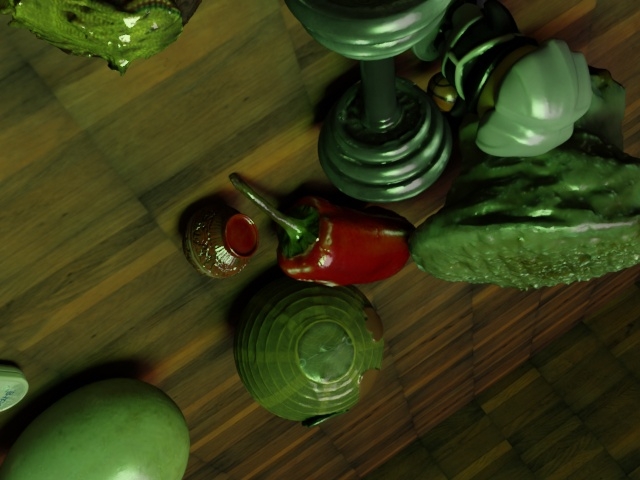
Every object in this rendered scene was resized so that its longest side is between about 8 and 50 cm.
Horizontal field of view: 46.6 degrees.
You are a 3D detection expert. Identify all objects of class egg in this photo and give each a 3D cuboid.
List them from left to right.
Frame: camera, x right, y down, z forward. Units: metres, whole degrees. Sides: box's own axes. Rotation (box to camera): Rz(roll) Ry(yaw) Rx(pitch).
[{"bbox_3d":[-0.342,0.330,1.114,0.295,0.218,0.218,-21,148,-12],"label":"egg"}]

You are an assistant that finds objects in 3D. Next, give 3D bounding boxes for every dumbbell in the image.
[{"bbox_3d":[0.064,-0.193,0.835,0.179,0.179,0.406,-31,151,-10],"label":"dumbbell"}]

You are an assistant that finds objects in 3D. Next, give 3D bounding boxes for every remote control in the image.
[{"bbox_3d":[-0.468,0.181,0.935,0.078,0.042,0.221,-43,150,12],"label":"remote control"}]

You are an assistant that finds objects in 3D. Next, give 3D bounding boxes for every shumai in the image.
[{"bbox_3d":[0.323,-0.107,1.116,0.397,0.323,0.324,-5,166,11],"label":"shumai"}]

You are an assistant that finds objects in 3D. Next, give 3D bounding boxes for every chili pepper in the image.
[{"bbox_3d":[0.002,0.004,1.086,0.338,0.134,0.131,5,112,-53],"label":"chili pepper"}]

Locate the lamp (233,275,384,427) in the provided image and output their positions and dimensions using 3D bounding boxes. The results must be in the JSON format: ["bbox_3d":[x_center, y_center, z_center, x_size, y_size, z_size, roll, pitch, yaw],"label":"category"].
[{"bbox_3d":[-0.027,0.176,1.237,0.250,0.250,0.284,-28,-176,-17],"label":"lamp"}]

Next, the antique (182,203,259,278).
[{"bbox_3d":[-0.136,0.002,0.984,0.104,0.104,0.104,-27,150,-17],"label":"antique"}]

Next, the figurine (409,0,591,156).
[{"bbox_3d":[0.217,-0.203,0.930,0.133,0.236,0.176,-20,146,-30],"label":"figurine"}]

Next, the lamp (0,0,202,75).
[{"bbox_3d":[-0.162,-0.210,0.600,0.156,0.135,0.157,3,131,-50],"label":"lamp"}]
